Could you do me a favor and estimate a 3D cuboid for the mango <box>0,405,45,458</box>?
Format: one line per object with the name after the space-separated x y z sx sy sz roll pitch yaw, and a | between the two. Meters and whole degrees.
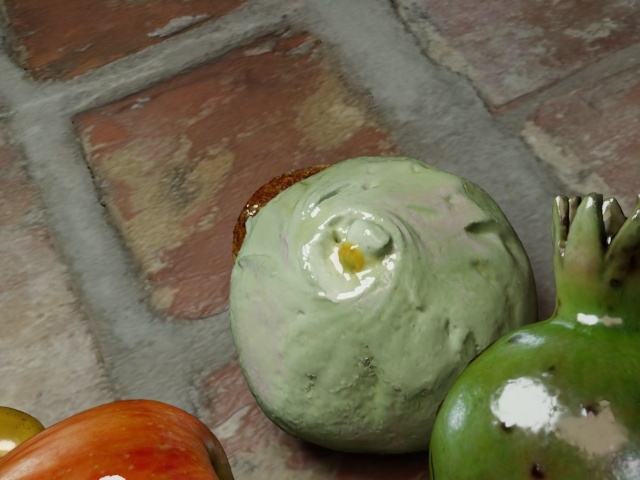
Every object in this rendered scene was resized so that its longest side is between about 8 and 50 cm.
-0.295 0.185 1.000 0.114 0.060 0.080 6 48 19 | mango

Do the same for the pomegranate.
0.187 0.124 0.828 0.242 0.242 0.306 -20 91 -8 | pomegranate

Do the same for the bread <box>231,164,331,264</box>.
0.000 0.000 1.110 0.193 0.064 0.193 -2 52 2 | bread

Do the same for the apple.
-0.170 0.242 0.821 0.241 0.242 0.242 -19 50 -5 | apple

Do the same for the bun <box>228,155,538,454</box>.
0.059 0.038 0.958 0.283 0.179 0.283 3 65 -7 | bun
